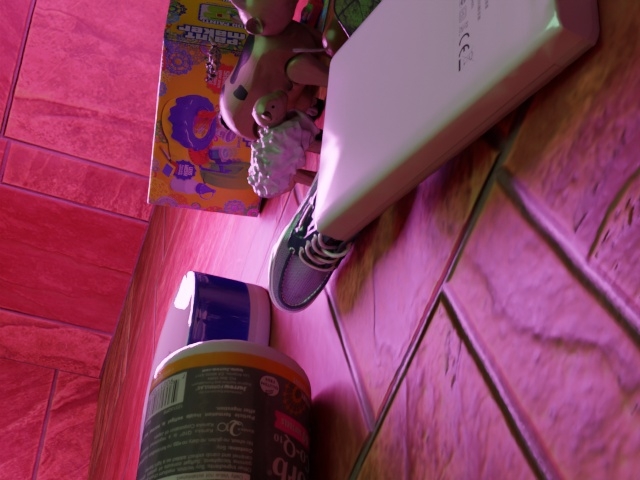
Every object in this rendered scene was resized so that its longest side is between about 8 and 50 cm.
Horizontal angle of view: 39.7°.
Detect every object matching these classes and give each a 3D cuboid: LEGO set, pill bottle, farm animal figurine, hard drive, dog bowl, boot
[{"bbox_3d":[-0.129,-0.221,1.099,0.083,0.023,0.054,-108,21,-52],"label":"LEGO set"},{"bbox_3d":[-0.089,0.242,0.795,0.162,0.162,0.278,122,156,-45],"label":"pill bottle"},{"bbox_3d":[-0.042,-0.255,1.075,0.330,0.172,0.327,-103,32,-60],"label":"farm animal figurine"},{"bbox_3d":[0.091,-0.150,0.701,0.307,0.040,0.203,-40,38,52],"label":"hard drive"},{"bbox_3d":[-0.159,0.178,1.193,0.265,0.104,0.265,-165,90,-74],"label":"dog bowl"},{"bbox_3d":[0.000,0.000,0.881,0.086,0.069,0.190,-110,40,-68],"label":"boot"}]

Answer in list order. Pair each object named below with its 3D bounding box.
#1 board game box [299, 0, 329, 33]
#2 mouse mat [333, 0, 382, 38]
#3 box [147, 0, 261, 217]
[{"bbox_3d":[-0.026,-0.327,1.343,0.133,0.033,0.168,154,129,-69],"label":"board game box"},{"bbox_3d":[0.073,-0.221,0.827,0.152,0.007,0.189,-59,46,42],"label":"mouse mat"},{"bbox_3d":[-0.154,-0.241,1.362,0.279,0.177,0.290,-94,14,-48],"label":"box"}]
